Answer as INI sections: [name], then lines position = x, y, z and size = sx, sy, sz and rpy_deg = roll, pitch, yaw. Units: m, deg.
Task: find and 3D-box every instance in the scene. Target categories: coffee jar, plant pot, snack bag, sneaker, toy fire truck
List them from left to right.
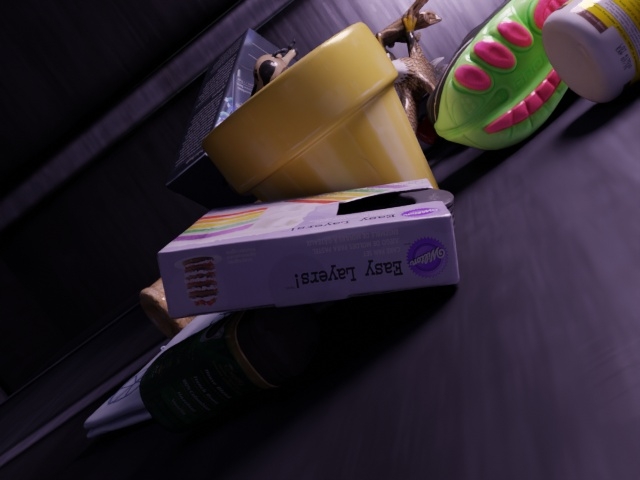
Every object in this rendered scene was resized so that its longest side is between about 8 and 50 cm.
[snack bag]
position = -0.143, 0.132, 1.058
size = 0.323, 0.037, 0.342
rpy_deg = -28, 12, 43
[coffee jar]
position = -0.087, 0.118, 0.746
size = 0.184, 0.079, 0.096
rpy_deg = -31, 12, 31
[plant pot]
position = 0.020, -0.102, 0.956
size = 0.254, 0.239, 0.254
rpy_deg = -36, 8, 6
[toy fire truck]
position = 0.250, -0.251, 1.428
size = 0.192, 0.047, 0.135
rpy_deg = -52, -14, -5
[sneaker]
position = 0.322, -0.305, 1.035
size = 0.482, 0.185, 0.202
rpy_deg = -38, 12, -12

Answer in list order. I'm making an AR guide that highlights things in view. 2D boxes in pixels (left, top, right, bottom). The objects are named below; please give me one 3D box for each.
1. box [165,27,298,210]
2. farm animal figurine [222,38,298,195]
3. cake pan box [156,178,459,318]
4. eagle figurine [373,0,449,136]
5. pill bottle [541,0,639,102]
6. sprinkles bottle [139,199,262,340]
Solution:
[box]
position = -0.158, -0.257, 1.860
size = 0.212, 0.293, 0.396
rpy_deg = -26, 43, 49
[farm animal figurine]
position = -0.079, -0.180, 1.509
size = 0.326, 0.330, 0.172
rpy_deg = -29, 15, 36
[cake pan box]
position = 0.000, 0.000, 0.745
size = 0.266, 0.070, 0.246
rpy_deg = -7, 13, 6
[eagle figurine]
position = 0.166, -0.250, 1.279
size = 0.225, 0.299, 0.226
rpy_deg = -14, -23, -20
[pill bottle]
position = 0.359, -0.256, 0.827
size = 0.215, 0.117, 0.117
rpy_deg = -37, 8, -2
[sprinkles bottle]
position = -0.154, 0.032, 1.360
size = 0.355, 0.121, 0.121
rpy_deg = -42, 9, -27
